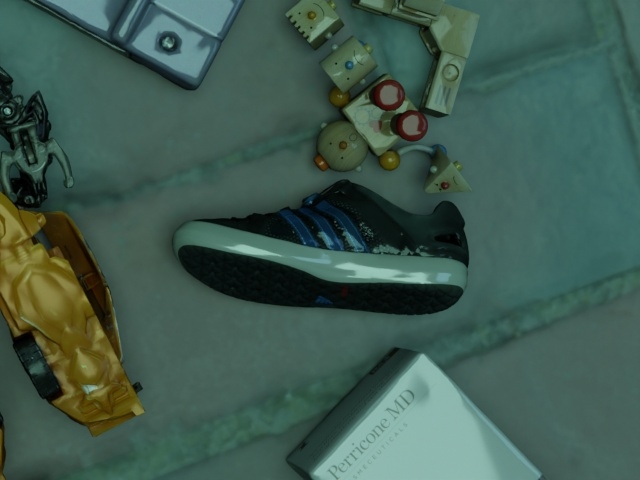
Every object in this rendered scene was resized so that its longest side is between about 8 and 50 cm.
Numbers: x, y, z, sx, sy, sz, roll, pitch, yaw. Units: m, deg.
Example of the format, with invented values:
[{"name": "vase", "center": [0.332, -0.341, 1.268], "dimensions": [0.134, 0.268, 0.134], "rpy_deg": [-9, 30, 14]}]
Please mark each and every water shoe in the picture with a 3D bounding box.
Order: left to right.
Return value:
[{"name": "water shoe", "center": [0.000, 0.000, 1.341], "dimensions": [0.203, 0.073, 0.080], "rpy_deg": [9, 62, -10]}]

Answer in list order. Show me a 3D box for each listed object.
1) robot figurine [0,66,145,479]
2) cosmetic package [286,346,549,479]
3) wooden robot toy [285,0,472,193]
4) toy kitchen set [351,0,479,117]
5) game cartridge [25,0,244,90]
[{"name": "robot figurine", "center": [-0.244, 0.016, 1.276], "dimensions": [0.211, 0.085, 0.291], "rpy_deg": [-27, 95, -10]}, {"name": "cosmetic package", "center": [0.100, 0.192, 1.342], "dimensions": [0.231, 0.085, 0.117], "rpy_deg": [45, 81, -9]}, {"name": "wooden robot toy", "center": [0.023, -0.081, 1.337], "dimensions": [0.079, 0.076, 0.173], "rpy_deg": [-38, 96, 2]}, {"name": "toy kitchen set", "center": [0.061, -0.133, 1.342], "dimensions": [0.083, 0.068, 0.075], "rpy_deg": [17, 87, -10]}, {"name": "game cartridge", "center": [-0.185, -0.283, 1.303], "dimensions": [0.355, 0.068, 0.230], "rpy_deg": [28, 89, -9]}]
